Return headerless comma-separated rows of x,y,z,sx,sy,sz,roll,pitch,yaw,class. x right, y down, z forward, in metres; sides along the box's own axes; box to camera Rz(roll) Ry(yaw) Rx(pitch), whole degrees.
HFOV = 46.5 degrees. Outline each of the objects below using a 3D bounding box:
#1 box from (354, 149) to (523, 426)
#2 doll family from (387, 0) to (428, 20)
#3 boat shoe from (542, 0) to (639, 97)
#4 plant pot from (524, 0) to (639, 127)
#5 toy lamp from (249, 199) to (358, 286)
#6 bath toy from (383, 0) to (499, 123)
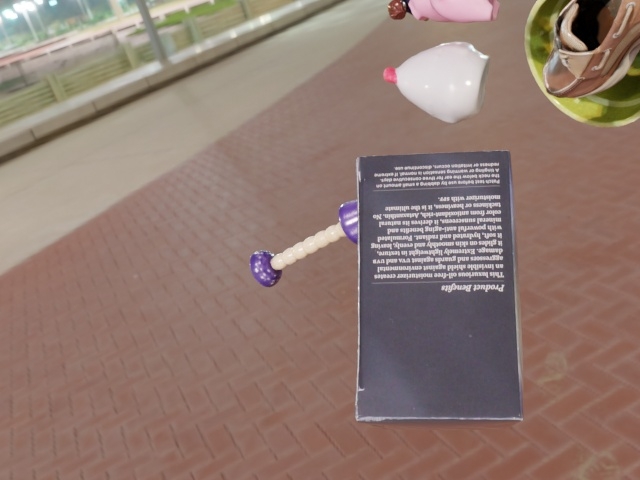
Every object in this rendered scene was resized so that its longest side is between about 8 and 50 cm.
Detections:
0.147,0.081,0.918,0.183,0.294,0.296,-1,-15,11,box
0.084,-0.366,0.956,0.076,0.193,0.111,-41,15,44,doll family
0.373,-0.290,1.013,0.116,0.123,0.324,-7,-16,-11,boat shoe
0.565,-0.387,1.359,0.254,0.276,0.276,-35,26,-23,plant pot
0.000,0.000,1.280,0.275,0.080,0.080,-25,15,34,toy lamp
0.154,-0.318,0.886,0.129,0.348,0.151,11,18,17,bath toy
